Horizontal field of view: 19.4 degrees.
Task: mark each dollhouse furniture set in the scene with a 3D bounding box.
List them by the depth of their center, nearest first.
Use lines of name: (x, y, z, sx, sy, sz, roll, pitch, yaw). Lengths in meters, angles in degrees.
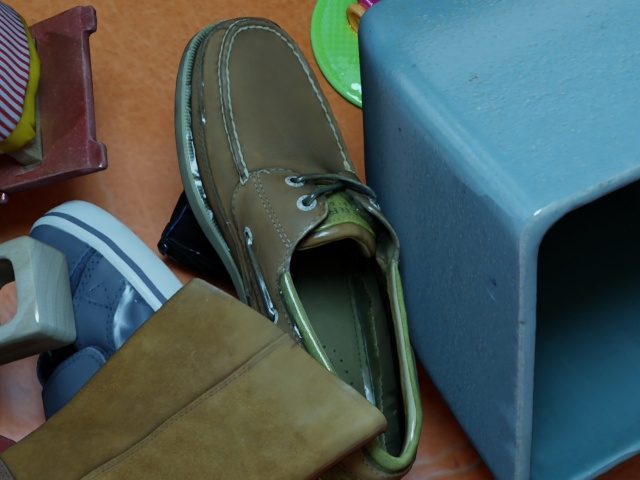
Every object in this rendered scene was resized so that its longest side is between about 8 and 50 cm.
dollhouse furniture set: (-0.225, 0.010, 1.050, 0.152, 0.201, 0.374, -18, 65, 21)

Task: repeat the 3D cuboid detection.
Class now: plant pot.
plant pot: (0.149, -0.046, 1.112, 0.247, 0.248, 0.252, -24, 49, -19)

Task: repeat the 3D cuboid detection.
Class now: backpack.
backpack: (-0.032, -0.015, 1.208, 0.114, 0.105, 0.084, 27, 64, -8)

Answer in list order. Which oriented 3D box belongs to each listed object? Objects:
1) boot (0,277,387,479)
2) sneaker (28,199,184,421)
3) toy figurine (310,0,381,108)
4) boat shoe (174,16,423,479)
boot: (-0.074, 0.175, 0.950, 0.280, 0.096, 0.264, -36, 55, -27)
sneaker: (-0.107, 0.124, 1.126, 0.127, 0.126, 0.321, -29, 75, -30)
toy figurine: (0.080, -0.157, 1.247, 0.130, 0.159, 0.173, -38, 77, -19)
boat shoe: (0.000, 0.000, 1.096, 0.110, 0.104, 0.307, -9, 77, -32)
